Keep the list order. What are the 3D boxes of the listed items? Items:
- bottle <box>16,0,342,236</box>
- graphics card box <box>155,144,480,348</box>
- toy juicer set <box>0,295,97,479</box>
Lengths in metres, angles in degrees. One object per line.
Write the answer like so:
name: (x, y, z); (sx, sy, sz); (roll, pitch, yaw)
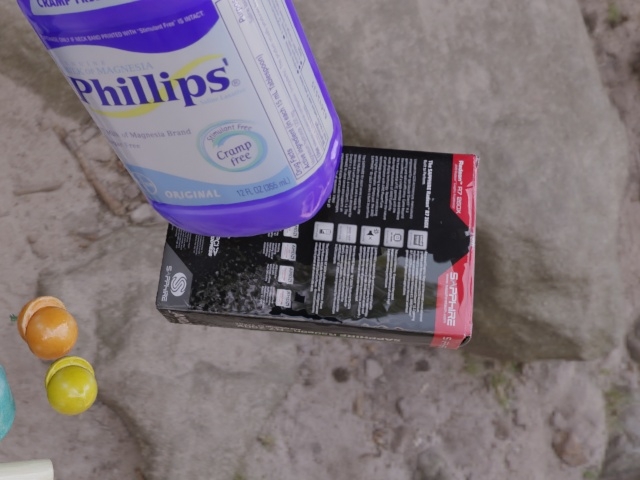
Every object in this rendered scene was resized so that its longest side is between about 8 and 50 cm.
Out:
bottle: (-0.079, -0.120, 0.404); (0.283, 0.118, 0.092); (65, 31, -45)
graphics card box: (0.000, 0.000, 1.060); (0.371, 0.094, 0.232); (4, 74, 2)
toy juicer set: (-0.337, 0.168, 0.870); (0.209, 0.089, 0.329); (18, 33, -19)
